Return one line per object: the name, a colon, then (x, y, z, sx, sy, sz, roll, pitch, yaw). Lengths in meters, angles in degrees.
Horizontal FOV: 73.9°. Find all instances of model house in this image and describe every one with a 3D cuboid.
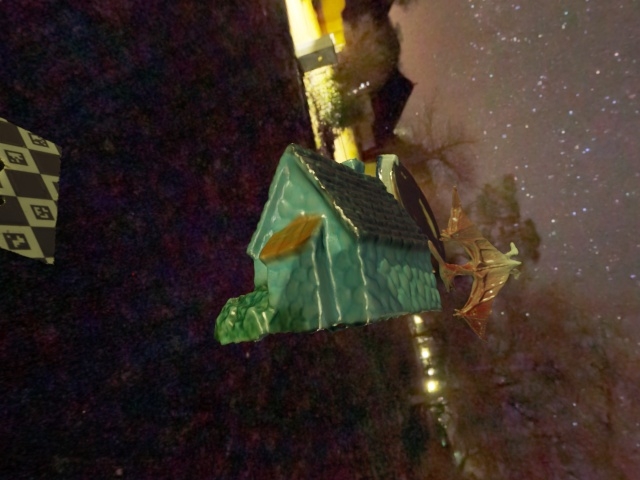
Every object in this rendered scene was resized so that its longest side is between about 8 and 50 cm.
model house: (0.000, 0.000, 0.552, 0.261, 0.226, 0.241, 9, 72, -57)

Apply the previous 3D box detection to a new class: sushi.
sushi: (-0.540, -0.105, 0.620, 0.292, 0.059, 0.294, 31, 26, -44)

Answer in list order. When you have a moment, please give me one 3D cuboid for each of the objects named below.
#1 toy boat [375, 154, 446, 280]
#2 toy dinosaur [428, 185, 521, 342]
toy boat: (0.138, -0.024, 0.774, 0.114, 0.115, 0.262, -16, 81, -48)
toy dinosaur: (0.199, 0.034, 0.545, 0.032, 0.108, 0.220, -72, 148, -75)
